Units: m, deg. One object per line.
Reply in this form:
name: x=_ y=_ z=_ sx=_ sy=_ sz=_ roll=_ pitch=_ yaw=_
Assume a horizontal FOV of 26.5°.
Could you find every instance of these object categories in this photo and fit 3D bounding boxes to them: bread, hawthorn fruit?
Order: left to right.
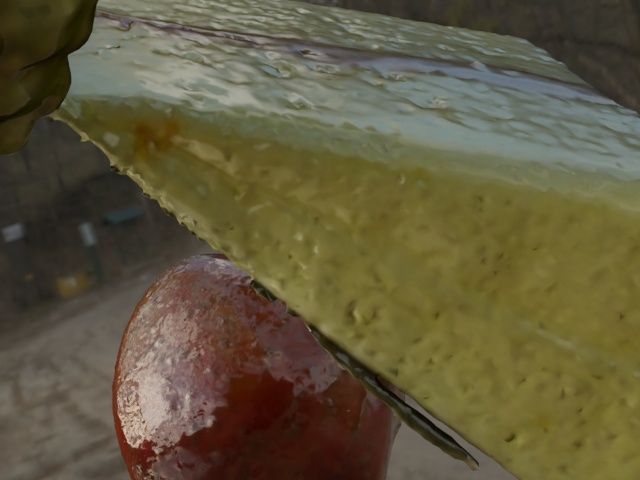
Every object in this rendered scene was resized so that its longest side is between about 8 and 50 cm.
hawthorn fruit: x=-0.054 y=0.163 z=1.245 sx=0.275 sy=0.300 sz=0.275 roll=-2 pitch=-33 yaw=-1
bread: x=0.000 y=0.000 z=0.717 sx=0.405 sy=0.242 sz=0.346 roll=5 pitch=17 yaw=3

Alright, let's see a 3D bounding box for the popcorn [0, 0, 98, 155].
popcorn: x=-0.191 y=-0.155 z=0.485 sx=0.173 sy=0.286 sz=0.225 roll=-31 pitch=30 yaw=-29
